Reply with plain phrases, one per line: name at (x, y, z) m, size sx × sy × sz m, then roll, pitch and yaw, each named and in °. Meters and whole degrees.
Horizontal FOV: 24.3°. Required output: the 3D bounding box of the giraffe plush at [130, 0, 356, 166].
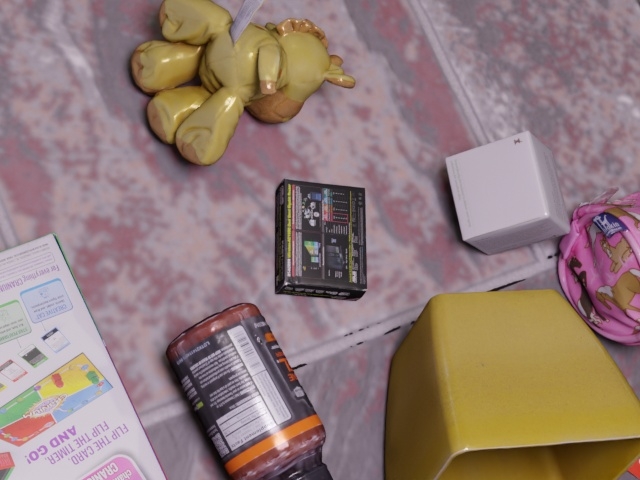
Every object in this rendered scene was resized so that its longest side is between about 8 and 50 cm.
giraffe plush at (-0.068, -0.183, 1.565) m, size 0.170 × 0.210 × 0.181 m, roll -3°, pitch 65°, yaw -50°

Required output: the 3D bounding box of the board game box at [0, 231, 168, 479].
board game box at (-0.300, 0.178, 1.390) m, size 0.242 × 0.064 × 0.316 m, roll -21°, pitch 78°, yaw -24°

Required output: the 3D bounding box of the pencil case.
pencil case at (0.457, -0.019, 1.668) m, size 0.386 × 0.160 × 0.167 m, roll -20°, pitch 104°, yaw -24°

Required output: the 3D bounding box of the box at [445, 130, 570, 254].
box at (0.204, -0.049, 1.610) m, size 0.102 × 0.087 × 0.101 m, roll -17°, pitch 71°, yaw 21°

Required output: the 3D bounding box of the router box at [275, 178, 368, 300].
router box at (0.000, 0.000, 1.572) m, size 0.092 × 0.038 × 0.122 m, roll 7°, pitch 68°, yaw -17°

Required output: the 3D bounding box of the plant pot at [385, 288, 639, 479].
plant pot at (0.177, 0.164, 1.486) m, size 0.212 × 0.212 × 0.187 m, roll -1°, pitch 58°, yaw -18°

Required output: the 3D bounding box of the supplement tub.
supplement tub at (-0.064, 0.167, 1.451) m, size 0.106 × 0.106 × 0.198 m, roll -25°, pitch 80°, yaw -25°

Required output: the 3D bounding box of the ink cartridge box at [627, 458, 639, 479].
ink cartridge box at (0.387, 0.248, 1.611) m, size 0.115 × 0.029 × 0.063 m, roll 33°, pitch 64°, yaw -4°
